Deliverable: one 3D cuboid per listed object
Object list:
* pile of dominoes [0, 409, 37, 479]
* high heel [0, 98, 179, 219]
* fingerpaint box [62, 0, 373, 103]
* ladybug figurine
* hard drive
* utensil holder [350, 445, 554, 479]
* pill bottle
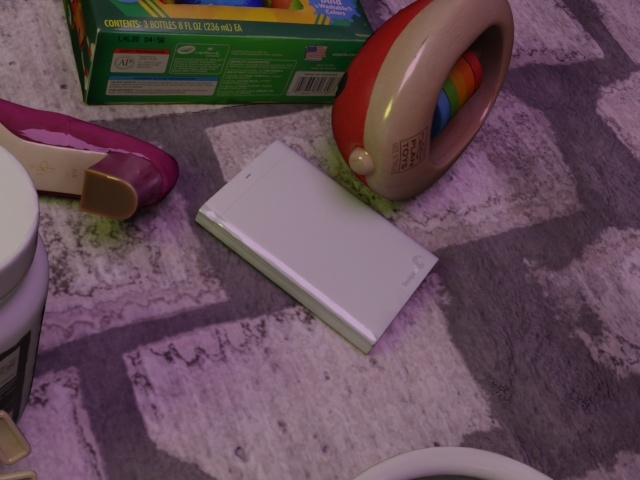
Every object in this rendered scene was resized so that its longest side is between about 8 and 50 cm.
[{"bbox_3d":[-0.404,0.253,0.832,0.251,0.195,0.040,-4,22,-26],"label":"pile of dominoes"},{"bbox_3d":[-0.385,-0.130,1.172,0.377,0.127,0.181,25,21,1],"label":"high heel"},{"bbox_3d":[-0.180,-0.411,1.393,0.445,0.163,0.371,-4,58,-25],"label":"fingerpaint box"},{"bbox_3d":[0.155,-0.241,1.344,0.162,0.305,0.449,23,44,24],"label":"ladybug figurine"},{"bbox_3d":[0.000,0.000,1.252,0.308,0.040,0.203,37,51,7],"label":"hard drive"},{"bbox_3d":[0.064,0.408,0.759,0.328,0.385,0.327,12,52,-16],"label":"utensil holder"},{"bbox_3d":[-0.376,0.066,0.838,0.204,0.361,0.204,12,52,-16],"label":"pill bottle"}]
